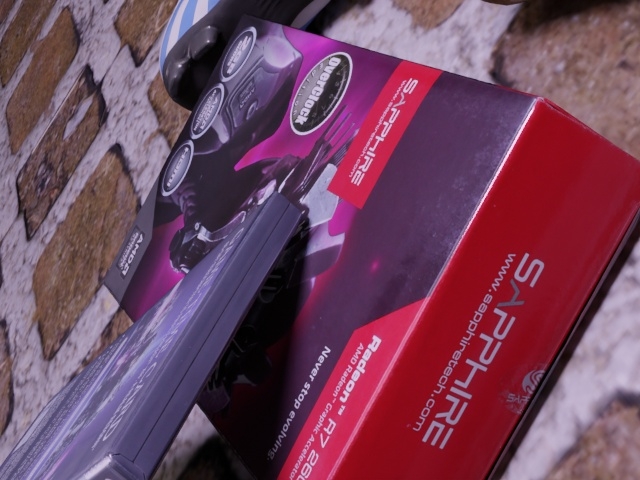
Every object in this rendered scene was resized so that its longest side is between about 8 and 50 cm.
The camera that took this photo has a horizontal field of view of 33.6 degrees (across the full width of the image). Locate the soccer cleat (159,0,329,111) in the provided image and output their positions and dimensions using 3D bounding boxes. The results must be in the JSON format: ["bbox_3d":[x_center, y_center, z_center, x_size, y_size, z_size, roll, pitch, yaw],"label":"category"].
[{"bbox_3d":[-0.025,-0.236,0.832,0.331,0.116,0.143,-39,39,35],"label":"soccer cleat"}]

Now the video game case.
[{"bbox_3d":[-0.127,0.103,0.572,0.274,0.026,0.196,-39,15,39],"label":"video game case"}]

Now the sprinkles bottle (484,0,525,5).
[{"bbox_3d":[0.195,-0.204,0.474,0.355,0.121,0.121,-6,62,56],"label":"sprinkles bottle"}]

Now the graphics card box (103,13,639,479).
[{"bbox_3d":[0.000,0.000,0.642,0.232,0.094,0.371,-62,30,4],"label":"graphics card box"}]
